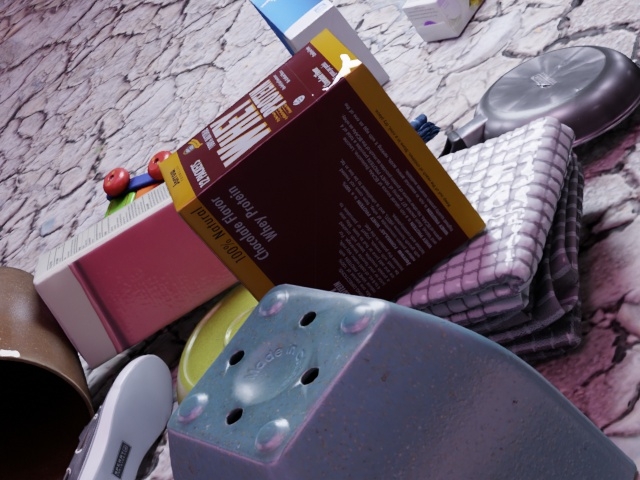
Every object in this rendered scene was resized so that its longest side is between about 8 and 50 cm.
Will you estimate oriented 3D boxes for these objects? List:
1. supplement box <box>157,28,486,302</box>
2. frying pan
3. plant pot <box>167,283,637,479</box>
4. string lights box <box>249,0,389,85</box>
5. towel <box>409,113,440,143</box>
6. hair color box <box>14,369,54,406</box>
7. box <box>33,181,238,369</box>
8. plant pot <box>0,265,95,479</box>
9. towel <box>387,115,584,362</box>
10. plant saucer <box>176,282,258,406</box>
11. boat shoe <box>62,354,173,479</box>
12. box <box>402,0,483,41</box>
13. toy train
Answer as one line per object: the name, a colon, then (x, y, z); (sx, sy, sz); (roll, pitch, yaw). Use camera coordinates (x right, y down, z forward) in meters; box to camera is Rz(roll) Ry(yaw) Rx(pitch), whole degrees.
supplement box: (-0.001, -0.041, 1.138); (0.194, 0.191, 0.129); (-39, 26, 3)
frying pan: (0.187, -0.132, 1.395); (0.326, 0.053, 0.197); (-17, 28, 18)
plant pot: (0.033, 0.169, 0.989); (0.247, 0.252, 0.248); (6, 52, 53)
string lights box: (-0.011, -0.282, 1.787); (0.077, 0.133, 0.259); (-40, 29, 2)
towel: (0.085, -0.096, 1.352); (0.067, 0.029, 0.119); (-40, 1, 20)
hair color box: (-0.375, 0.206, 1.628); (0.141, 0.043, 0.072); (-42, 30, -2)
box: (-0.203, 0.026, 1.530); (0.232, 0.126, 0.148); (-32, 14, -3)
plant pot: (-0.370, 0.140, 1.515); (0.215, 0.215, 0.230); (-32, 35, 14)
towel: (0.120, 0.025, 1.232); (0.284, 0.121, 0.235); (-21, 32, 33)
plant saucer: (-0.069, 0.104, 1.420); (0.241, 0.037, 0.241); (-29, 31, 20)
boat shoe: (-0.229, 0.224, 1.407); (0.076, 0.080, 0.228); (-15, 45, 35)
box: (0.222, -0.397, 1.750); (0.067, 0.063, 0.324); (1, 49, 48)
toy train: (-0.189, -0.035, 1.698); (0.248, 0.105, 0.143); (-16, 47, 37)
